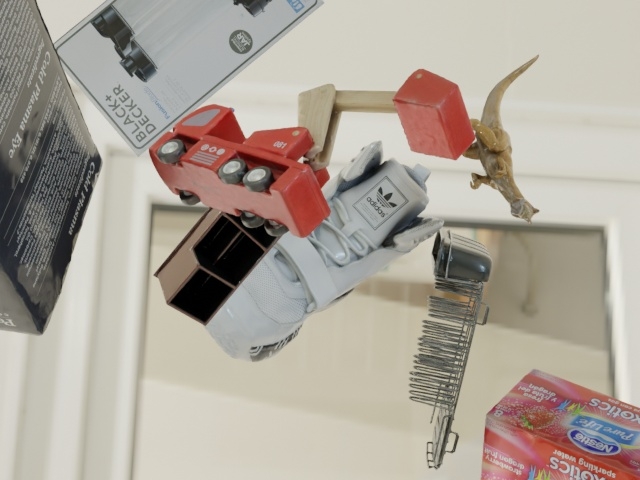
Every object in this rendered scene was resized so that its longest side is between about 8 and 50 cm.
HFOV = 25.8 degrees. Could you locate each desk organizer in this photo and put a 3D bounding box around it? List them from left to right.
[{"bbox_3d":[-0.078,0.003,1.160,0.130,0.047,0.050,-50,31,13],"label":"desk organizer"}]

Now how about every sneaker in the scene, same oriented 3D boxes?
[{"bbox_3d":[0.000,0.000,1.492,0.137,0.210,0.366,52,-158,5],"label":"sneaker"}]

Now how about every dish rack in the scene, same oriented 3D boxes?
[{"bbox_3d":[0.145,0.126,1.648,0.208,0.074,0.271,-47,-31,-83],"label":"dish rack"}]

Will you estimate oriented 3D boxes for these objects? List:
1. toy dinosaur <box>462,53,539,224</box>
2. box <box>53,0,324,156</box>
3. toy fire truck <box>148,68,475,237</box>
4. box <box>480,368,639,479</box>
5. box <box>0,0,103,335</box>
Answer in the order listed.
[{"bbox_3d":[0.170,-0.103,1.408,0.064,0.112,0.211,-45,39,49],"label":"toy dinosaur"},{"bbox_3d":[-0.160,-0.253,1.663,0.169,0.290,0.087,52,179,-12],"label":"box"},{"bbox_3d":[-0.009,-0.067,0.933,0.135,0.192,0.047,-46,-47,-25],"label":"toy fire truck"},{"bbox_3d":[0.319,0.263,1.583,0.123,0.257,0.128,-35,-45,-46],"label":"box"},{"bbox_3d":[-0.376,-0.094,1.043,0.312,0.343,0.178,78,-157,-60],"label":"box"}]
